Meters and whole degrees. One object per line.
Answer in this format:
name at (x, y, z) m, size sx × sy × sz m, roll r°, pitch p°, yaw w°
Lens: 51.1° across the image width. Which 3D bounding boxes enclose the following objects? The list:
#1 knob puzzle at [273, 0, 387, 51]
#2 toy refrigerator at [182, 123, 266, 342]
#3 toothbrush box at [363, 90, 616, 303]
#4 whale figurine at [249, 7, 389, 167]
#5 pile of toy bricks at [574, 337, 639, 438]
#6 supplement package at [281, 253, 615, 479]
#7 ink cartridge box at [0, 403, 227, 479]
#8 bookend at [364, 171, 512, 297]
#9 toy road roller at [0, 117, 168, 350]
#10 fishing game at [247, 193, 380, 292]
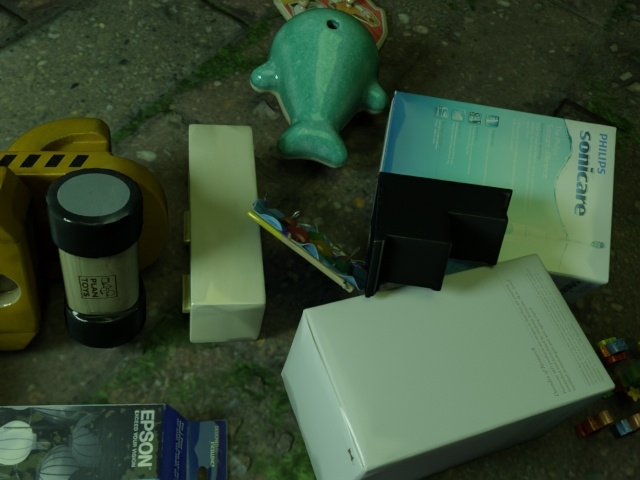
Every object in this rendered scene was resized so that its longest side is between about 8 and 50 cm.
knob puzzle at (0.037, -0.390, 1.183) m, size 0.213 × 0.030 × 0.213 m, roll 6°, pitch 56°, yaw -9°
toy refrigerator at (-0.129, -0.014, 0.855) m, size 0.094 × 0.102 × 0.269 m, roll 0°, pitch 58°, yaw -12°
toothbrush box at (0.221, -0.055, 0.891) m, size 0.296 × 0.126 × 0.216 m, roll 9°, pitch 72°, yaw 3°
whale figurine at (0.003, -0.239, 1.007) m, size 0.216 × 0.141 × 0.272 m, roll 11°, pitch 56°, yaw -5°
pile of toy bricks at (0.404, 0.168, 0.844) m, size 0.212 × 0.105 × 0.118 m, roll -11°, pitch 60°, yaw -19°
supplement package at (0.128, 0.155, 0.751) m, size 0.293 × 0.177 × 0.175 m, roll -12°, pitch 61°, yaw -20°
ink cartridge box at (-0.258, 0.252, 0.675) m, size 0.333 × 0.065 × 0.165 m, roll 1°, pitch 56°, yaw -12°
bookend at (0.133, -0.001, 0.728) m, size 0.157 × 0.072 × 0.156 m, roll 7°, pitch 32°, yaw 2°
toy road roller at (-0.343, -0.021, 0.765) m, size 0.330 × 0.202 × 0.240 m, roll -1°, pitch 43°, yaw -13°
fishing game at (0.000, 0.000, 0.801) m, size 0.189 × 0.264 × 0.041 m, roll 38°, pitch 96°, yaw 14°
